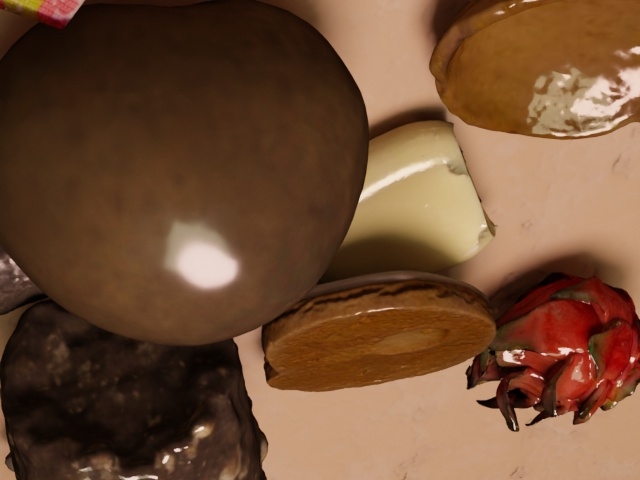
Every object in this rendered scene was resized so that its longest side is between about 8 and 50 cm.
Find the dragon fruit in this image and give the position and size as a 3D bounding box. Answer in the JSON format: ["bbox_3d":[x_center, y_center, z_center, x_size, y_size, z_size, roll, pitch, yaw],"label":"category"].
[{"bbox_3d":[0.192,0.090,1.213,0.142,0.121,0.130,-13,153,-23],"label":"dragon fruit"}]

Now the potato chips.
[{"bbox_3d":[0.178,-0.139,1.040,0.208,0.062,0.195,-15,149,13],"label":"potato chips"}]

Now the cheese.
[{"bbox_3d":[0.000,0.000,1.126,0.251,0.054,0.127,-23,129,5],"label":"cheese"}]

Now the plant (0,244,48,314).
[{"bbox_3d":[-0.249,0.013,1.045,0.143,0.092,0.094,-6,140,-19],"label":"plant"}]

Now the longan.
[{"bbox_3d":[-0.095,-0.050,0.952,0.246,0.246,0.215,15,138,-27],"label":"longan"}]

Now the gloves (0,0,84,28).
[{"bbox_3d":[-0.148,-0.245,0.834,0.145,0.126,0.241,17,95,-22],"label":"gloves"}]

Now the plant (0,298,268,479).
[{"bbox_3d":[-0.135,0.160,1.111,0.199,0.188,0.276,-11,149,-9],"label":"plant"}]

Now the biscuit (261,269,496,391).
[{"bbox_3d":[0.041,0.064,1.145,0.181,0.049,0.208,-9,159,0],"label":"biscuit"}]
